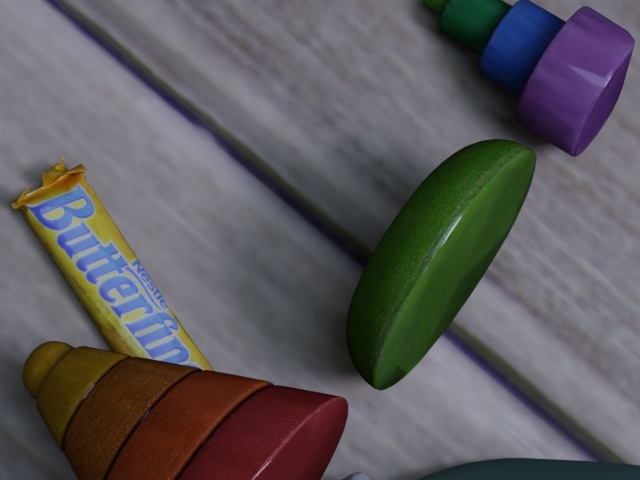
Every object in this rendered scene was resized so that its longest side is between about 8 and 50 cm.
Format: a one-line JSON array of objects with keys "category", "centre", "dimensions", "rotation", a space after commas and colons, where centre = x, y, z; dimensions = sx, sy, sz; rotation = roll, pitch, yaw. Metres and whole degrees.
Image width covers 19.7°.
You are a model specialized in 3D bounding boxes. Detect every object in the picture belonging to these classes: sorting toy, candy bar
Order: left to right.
[{"category": "candy bar", "centre": [-0.082, 0.036, 0.824], "dimensions": [0.040, 0.018, 0.161], "rotation": [-34, 91, -21]}, {"category": "sorting toy", "centre": [0.000, 0.000, 0.819], "dimensions": [0.126, 0.127, 0.365], "rotation": [33, 61, 14]}]

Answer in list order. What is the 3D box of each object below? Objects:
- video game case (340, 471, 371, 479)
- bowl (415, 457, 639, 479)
[{"category": "video game case", "centre": [0.001, 0.261, 0.761], "dimensions": [0.204, 0.025, 0.285], "rotation": [47, 54, -3]}, {"category": "bowl", "centre": [0.143, 0.217, 0.745], "dimensions": [0.312, 0.163, 0.311], "rotation": [12, 62, -24]}]
